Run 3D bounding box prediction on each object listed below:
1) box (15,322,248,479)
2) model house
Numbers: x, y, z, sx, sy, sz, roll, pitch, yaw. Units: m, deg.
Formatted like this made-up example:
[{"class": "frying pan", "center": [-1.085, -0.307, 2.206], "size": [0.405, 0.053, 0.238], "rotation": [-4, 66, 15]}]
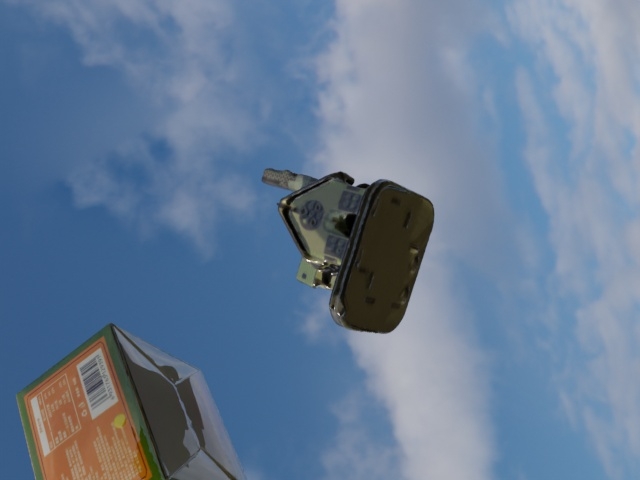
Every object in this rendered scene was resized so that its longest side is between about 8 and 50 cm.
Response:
[{"class": "box", "center": [-0.198, 0.228, 0.774], "size": [0.195, 0.148, 0.177], "rotation": [57, -174, 36]}, {"class": "model house", "center": [0.000, 0.000, 1.120], "size": [0.205, 0.278, 0.218], "rotation": [19, -92, -53]}]
